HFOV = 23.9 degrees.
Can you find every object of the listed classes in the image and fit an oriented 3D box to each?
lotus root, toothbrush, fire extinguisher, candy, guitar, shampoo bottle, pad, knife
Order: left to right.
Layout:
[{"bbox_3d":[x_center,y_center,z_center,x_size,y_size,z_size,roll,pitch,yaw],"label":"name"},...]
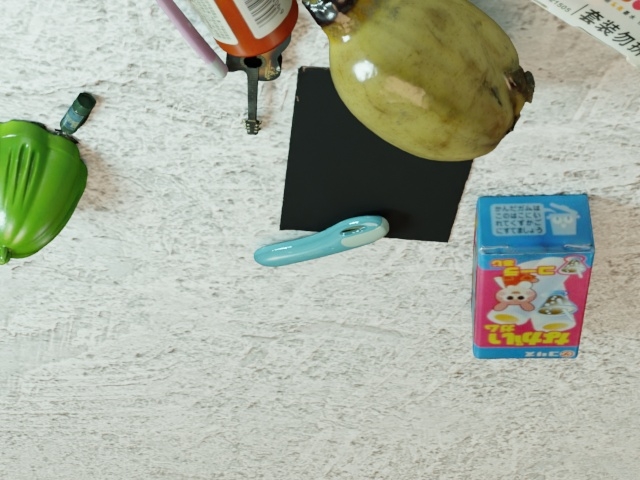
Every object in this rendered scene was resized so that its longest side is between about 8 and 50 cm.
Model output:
[{"bbox_3d":[-0.401,-0.041,1.963,0.186,0.186,0.186,1,147,1],"label":"lotus root"},{"bbox_3d":[-0.309,-0.156,1.913,0.038,0.025,0.083,-4,155,-36],"label":"fire extinguisher"},{"bbox_3d":[-0.184,-0.278,1.706,0.025,0.020,0.286,-8,141,30],"label":"toothbrush"},{"bbox_3d":[-0.116,-0.316,1.586,0.104,0.104,0.278,-10,145,17],"label":"shampoo bottle"},{"bbox_3d":[-0.081,-0.200,1.833,0.088,0.025,0.233,3,148,-1],"label":"guitar"},{"bbox_3d":[0.000,0.000,2.121,0.222,0.031,0.064,-16,148,31],"label":"knife"},{"bbox_3d":[0.079,-0.105,1.989,0.247,0.007,0.367,3,147,-3],"label":"pad"},{"bbox_3d":[0.094,-0.206,1.677,0.310,0.183,0.183,30,138,-32],"label":"lotus root"},{"bbox_3d":[0.296,0.058,2.145,0.157,0.100,0.306,-2,146,3],"label":"candy"}]

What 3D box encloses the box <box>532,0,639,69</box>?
[{"bbox_3d":[0.253,-0.327,1.406,0.220,0.274,0.091,27,142,-29],"label":"box"}]
